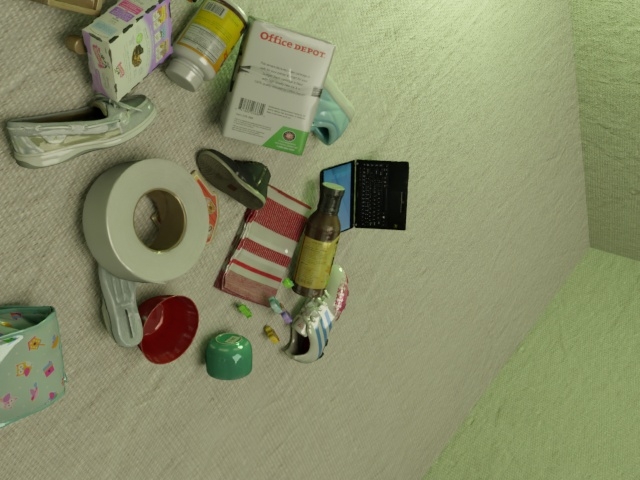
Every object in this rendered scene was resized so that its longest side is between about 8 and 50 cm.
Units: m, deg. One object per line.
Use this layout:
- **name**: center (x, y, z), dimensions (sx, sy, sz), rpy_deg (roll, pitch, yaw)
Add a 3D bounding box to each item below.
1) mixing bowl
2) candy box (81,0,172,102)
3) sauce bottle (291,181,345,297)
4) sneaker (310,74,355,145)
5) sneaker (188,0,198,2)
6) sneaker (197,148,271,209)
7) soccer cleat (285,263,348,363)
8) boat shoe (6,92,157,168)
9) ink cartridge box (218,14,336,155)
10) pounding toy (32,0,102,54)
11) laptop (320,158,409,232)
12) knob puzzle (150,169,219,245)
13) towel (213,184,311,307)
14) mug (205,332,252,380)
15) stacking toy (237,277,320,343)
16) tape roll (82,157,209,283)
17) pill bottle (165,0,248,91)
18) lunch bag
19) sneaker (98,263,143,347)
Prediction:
- **mixing bowl**: center (-0.405, 0.209, 1.787), dimensions (0.181, 0.098, 0.181), rpy_deg (-25, 124, -44)
- **candy box**: center (-0.396, -0.413, 1.484), dimensions (0.196, 0.070, 0.164), rpy_deg (-54, 168, -33)
- **sauce bottle**: center (0.000, 0.000, 2.120), dimensions (0.111, 0.111, 0.344), rpy_deg (-6, 118, -47)
- **sneaker**: center (-0.034, -0.375, 1.932), dimensions (0.366, 0.135, 0.150), rpy_deg (34, 79, -47)
- **sneaker**: center (-0.248, -0.656, 1.556), dimensions (0.121, 0.099, 0.262), rpy_deg (-41, 166, -36)
- **sneaker**: center (-0.224, -0.185, 1.859), dimensions (0.222, 0.083, 0.118), rpy_deg (42, 42, -32)
- **soccer cleat**: center (-0.012, 0.231, 2.221), dimensions (0.143, 0.116, 0.331), rpy_deg (12, 97, -51)
- **boat shoe**: center (-0.491, -0.250, 1.493), dimensions (0.321, 0.118, 0.103), rpy_deg (-27, 129, -30)
- **ink cartridge box**: center (-0.110, -0.380, 1.751), dimensions (0.211, 0.121, 0.289), rpy_deg (13, 110, -18)
- **pounding toy**: center (-0.492, -0.482, 1.413), dimensions (0.181, 0.094, 0.205), rpy_deg (-10, 119, -58)
- **laptop**: center (0.138, -0.124, 2.223), dimensions (0.136, 0.265, 0.234), rpy_deg (-71, 163, -66)
- **knob puzzle**: center (-0.323, -0.053, 1.825), dimensions (0.213, 0.030, 0.213), rpy_deg (-22, 121, -42)
- **towel**: center (-0.153, 0.018, 2.039), dimensions (0.237, 0.037, 0.328), rpy_deg (26, 85, -51)
- **mug**: center (-0.259, 0.311, 1.990), dimensions (0.130, 0.158, 0.097), rpy_deg (-6, 109, -21)
- **stacking toy**: center (-0.116, 0.207, 2.075), dimensions (0.167, 0.052, 0.221), rpy_deg (-32, 141, 5)
- **tape roll**: center (-0.396, -0.044, 1.638), dimensions (0.286, 0.100, 0.285), rpy_deg (1, 89, -49)
- **pill bottle**: center (-0.267, -0.455, 1.650), dimensions (0.214, 0.117, 0.117), rpy_deg (-59, 139, -11)
- **lunch bag**: center (-0.666, 0.262, 1.480), dimensions (0.262, 0.160, 0.223), rpy_deg (-16, 116, -37)
- **sneaker**: center (-0.485, 0.127, 1.681), dimensions (0.094, 0.091, 0.257), rpy_deg (-5, 88, -42)
